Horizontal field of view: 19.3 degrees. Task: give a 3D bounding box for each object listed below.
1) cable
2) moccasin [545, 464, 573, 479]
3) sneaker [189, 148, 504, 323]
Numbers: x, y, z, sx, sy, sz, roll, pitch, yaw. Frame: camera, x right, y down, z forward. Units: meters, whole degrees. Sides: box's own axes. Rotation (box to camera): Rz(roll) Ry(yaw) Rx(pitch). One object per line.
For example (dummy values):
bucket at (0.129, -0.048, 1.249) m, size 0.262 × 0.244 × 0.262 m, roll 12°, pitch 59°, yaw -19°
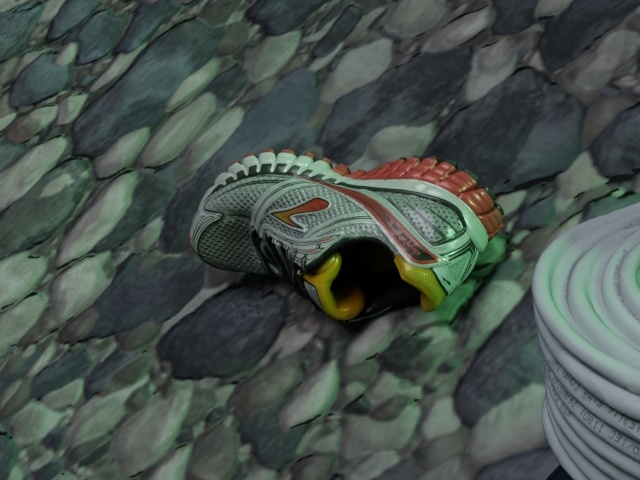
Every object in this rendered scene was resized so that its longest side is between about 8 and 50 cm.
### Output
cable at (0.220, 0.053, 0.814) m, size 0.257 × 0.089 × 0.257 m, roll 21°, pitch 33°, yaw 39°
moccasin at (0.143, 0.206, 0.776) m, size 0.117 × 0.138 × 0.342 m, roll -40°, pitch 15°, yaw 15°
sneaker at (0.000, 0.000, 1.178) m, size 0.225 × 0.088 × 0.093 m, roll -1°, pitch 47°, yaw 41°
